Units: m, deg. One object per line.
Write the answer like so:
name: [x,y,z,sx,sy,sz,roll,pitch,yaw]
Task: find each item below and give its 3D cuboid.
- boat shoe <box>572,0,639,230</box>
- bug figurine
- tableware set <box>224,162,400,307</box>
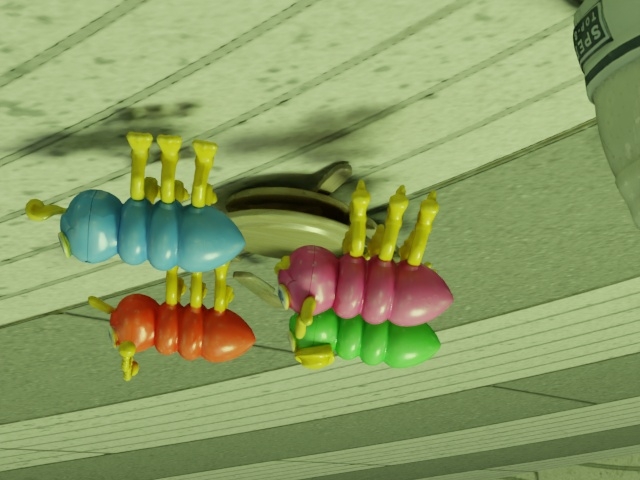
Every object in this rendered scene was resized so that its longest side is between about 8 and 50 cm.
boat shoe: [0.295,-0.058,0.563,0.367,0.157,0.136,-10,167,1]
bug figurine: [-0.036,0.028,0.783,0.216,0.072,0.279,5,162,2]
tableware set: [0.000,0.000,0.877,0.128,0.039,0.194,0,163,19]
